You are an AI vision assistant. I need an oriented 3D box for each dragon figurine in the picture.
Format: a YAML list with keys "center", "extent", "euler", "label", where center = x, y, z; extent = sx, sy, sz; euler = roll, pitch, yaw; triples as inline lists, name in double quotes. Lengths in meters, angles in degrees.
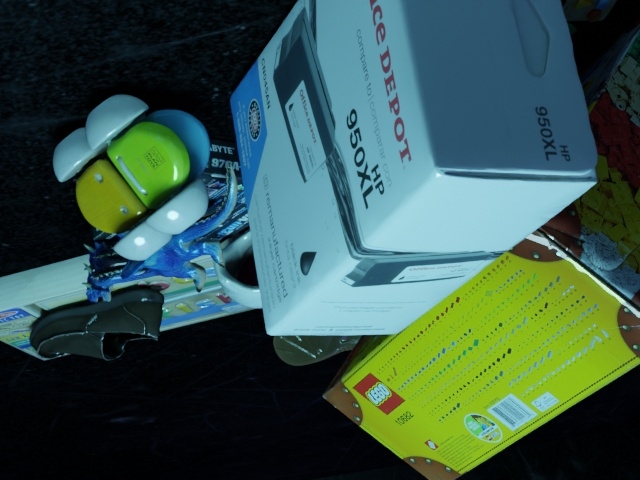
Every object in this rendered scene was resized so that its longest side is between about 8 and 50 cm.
- center: [-0.194, 0.003, 1.613]
  extent: [0.144, 0.085, 0.289]
  euler: [0, 159, -24]
  label: "dragon figurine"

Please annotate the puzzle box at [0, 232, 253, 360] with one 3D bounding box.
- center: [-0.280, 0.079, 1.981]
  extent: [0.409, 0.052, 0.272]
  euler: [-14, 159, 12]
  label: "puzzle box"

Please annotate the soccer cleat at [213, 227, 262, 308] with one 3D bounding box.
- center: [0.017, -0.010, 1.726]
  extent: [0.331, 0.116, 0.143]
  euler: [-29, 158, 10]
  label: "soccer cleat"

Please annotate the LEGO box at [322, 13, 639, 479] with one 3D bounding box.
- center: [0.254, 0.019, 1.549]
  extent: [0.193, 0.372, 0.500]
  euler: [38, 145, -2]
  label: "LEGO box"

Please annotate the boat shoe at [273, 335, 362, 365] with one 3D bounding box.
- center: [0.062, 0.129, 2.252]
  extent: [0.285, 0.104, 0.089]
  euler: [-11, -161, 16]
  label: "boat shoe"

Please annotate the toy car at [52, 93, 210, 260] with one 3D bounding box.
- center: [-0.188, -0.080, 1.494]
  extent: [0.182, 0.159, 0.136]
  euler: [-34, -176, 47]
  label: "toy car"

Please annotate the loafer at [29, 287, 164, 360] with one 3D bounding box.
- center: [-0.315, 0.131, 1.911]
  extent: [0.220, 0.078, 0.080]
  euler: [-20, 158, 25]
  label: "loafer"

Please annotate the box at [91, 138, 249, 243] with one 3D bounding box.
- center: [-0.154, -0.052, 1.683]
  extent: [0.175, 0.051, 0.220]
  euler: [7, 154, -39]
  label: "box"

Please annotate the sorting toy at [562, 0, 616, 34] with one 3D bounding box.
- center: [0.280, -0.239, 1.449]
  extent: [0.062, 0.012, 0.083]
  euler: [-7, 160, -12]
  label: "sorting toy"

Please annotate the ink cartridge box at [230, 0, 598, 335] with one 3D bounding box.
- center: [0.067, -0.105, 1.306]
  extent: [0.166, 0.285, 0.395]
  euler: [0, 157, -25]
  label: "ink cartridge box"
